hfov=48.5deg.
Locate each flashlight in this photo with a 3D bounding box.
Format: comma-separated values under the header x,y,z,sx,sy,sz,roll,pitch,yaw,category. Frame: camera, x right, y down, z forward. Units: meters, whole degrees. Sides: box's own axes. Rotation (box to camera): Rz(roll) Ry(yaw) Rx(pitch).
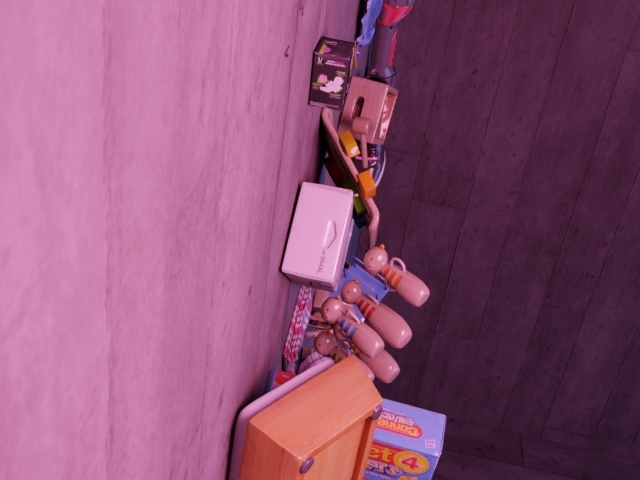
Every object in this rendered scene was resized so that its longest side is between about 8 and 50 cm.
x,y,z,sx,sy,sz,roll,pitch,yaw,category
0.185,-0.538,1.892,0.103,0.103,0.304,-77,174,-49,flashlight

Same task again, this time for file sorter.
x,y,z,sx,sy,sz,roll,pitch,yaw,category
0.078,0.143,1.817,0.170,0.118,0.104,-50,164,-11,file sorter

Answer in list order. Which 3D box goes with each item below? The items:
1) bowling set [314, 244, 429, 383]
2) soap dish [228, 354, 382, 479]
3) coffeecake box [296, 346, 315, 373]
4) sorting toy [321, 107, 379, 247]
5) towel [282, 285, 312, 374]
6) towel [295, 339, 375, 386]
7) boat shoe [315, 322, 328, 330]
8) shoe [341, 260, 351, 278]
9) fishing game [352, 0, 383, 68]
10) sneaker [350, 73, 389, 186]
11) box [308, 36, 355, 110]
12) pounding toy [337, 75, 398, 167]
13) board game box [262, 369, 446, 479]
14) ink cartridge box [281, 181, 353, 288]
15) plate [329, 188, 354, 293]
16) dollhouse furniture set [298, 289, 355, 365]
x,y,z,sx,sy,sz,roll,pitch,yaw,category
0.045,0.152,1.191,0.200,0.154,0.287,-27,146,-36,bowling set
-0.025,0.337,1.042,0.229,0.118,0.291,-22,131,-47,soap dish
0.008,0.365,1.733,0.068,0.142,0.185,59,43,-83,coffeecake box
0.044,-0.113,1.225,0.307,0.041,0.229,72,-5,-79,sorting toy
-0.041,0.178,1.443,0.144,0.029,0.197,94,9,-59,towel
0.051,0.357,1.488,0.235,0.121,0.283,60,-21,21,towel
0.009,0.217,1.953,0.125,0.046,0.038,-67,168,-78,boat shoe
0.072,0.092,2.239,0.178,0.063,0.081,-59,165,-62,shoe
0.107,-0.500,1.496,0.189,0.041,0.264,24,86,-84,fishing game
0.110,-0.267,1.726,0.147,0.104,0.295,42,54,-82,sneaker
0.017,-0.241,1.026,0.062,0.052,0.083,-73,173,-50,box
0.082,-0.253,1.520,0.206,0.094,0.181,-21,128,-73,pounding toy
0.040,0.395,1.270,0.086,0.308,0.302,-68,168,-49,board game box
0.000,0.000,1.176,0.203,0.086,0.148,71,31,-80,ink cartridge box
0.055,-0.015,1.941,0.278,0.045,0.277,96,9,-49,plate
0.019,0.212,1.602,0.182,0.101,0.161,108,-7,-74,dollhouse furniture set
